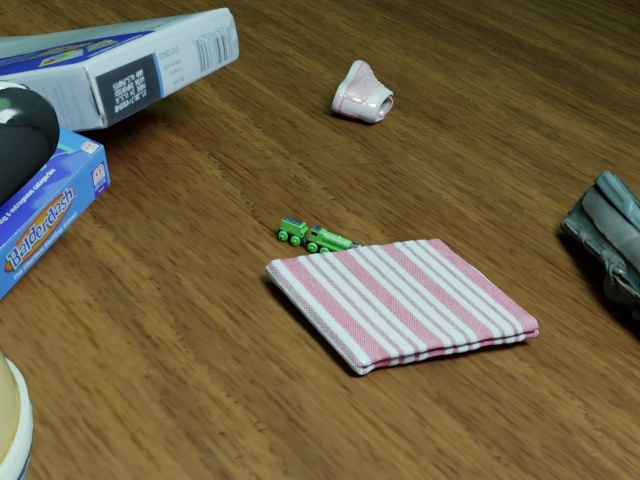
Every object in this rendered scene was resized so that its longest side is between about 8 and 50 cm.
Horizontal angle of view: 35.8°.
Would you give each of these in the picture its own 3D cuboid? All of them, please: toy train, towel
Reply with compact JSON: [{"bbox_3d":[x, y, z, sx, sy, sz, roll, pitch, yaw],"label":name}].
[{"bbox_3d":[0.000,0.000,0.894,0.083,0.023,0.017,21,27,12],"label":"toy train"},{"bbox_3d":[0.069,0.053,0.827,0.197,0.029,0.144,-7,34,-33],"label":"towel"}]

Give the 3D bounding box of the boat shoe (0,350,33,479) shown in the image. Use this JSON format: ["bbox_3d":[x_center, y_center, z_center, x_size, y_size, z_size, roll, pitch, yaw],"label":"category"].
[{"bbox_3d":[-0.354,0.079,0.308,0.500,0.156,0.187,-12,32,-9],"label":"boat shoe"}]

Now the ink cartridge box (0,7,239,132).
[{"bbox_3d":[-0.276,-0.157,0.962,0.307,0.072,0.303,-5,21,20],"label":"ink cartridge box"}]

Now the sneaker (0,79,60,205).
[{"bbox_3d":[-0.257,0.017,0.589,0.283,0.107,0.124,-38,63,-25],"label":"sneaker"}]

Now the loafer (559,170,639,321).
[{"bbox_3d":[0.307,0.031,0.962,0.096,0.084,0.267,39,21,-24],"label":"loafer"}]

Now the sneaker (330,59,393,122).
[{"bbox_3d":[0.061,-0.187,1.265,0.070,0.051,0.134,19,30,4],"label":"sneaker"}]

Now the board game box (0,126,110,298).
[{"bbox_3d":[-0.291,-0.046,0.737,0.210,0.047,0.160,22,52,15],"label":"board game box"}]
